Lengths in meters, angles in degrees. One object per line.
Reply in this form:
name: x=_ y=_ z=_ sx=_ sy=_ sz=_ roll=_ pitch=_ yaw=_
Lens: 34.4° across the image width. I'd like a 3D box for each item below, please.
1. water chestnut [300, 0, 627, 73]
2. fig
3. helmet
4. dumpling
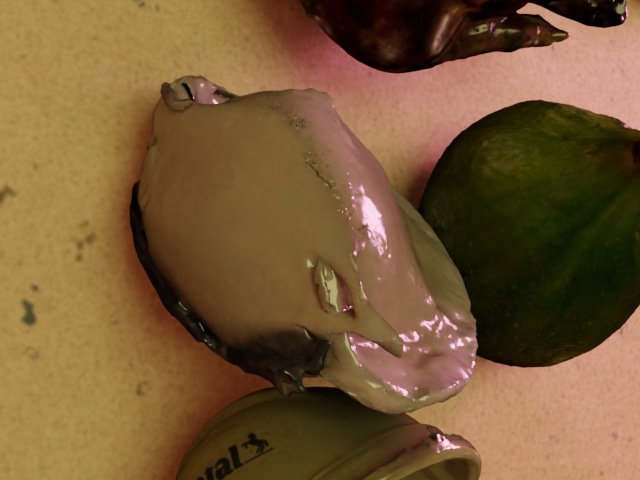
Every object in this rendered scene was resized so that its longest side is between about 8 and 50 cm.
water chestnut: x=0.096 y=-0.254 z=0.736 sx=0.289 sy=0.289 sz=0.244 roll=-47 pitch=138 yaw=-28
fig: x=0.193 y=-0.016 z=0.759 sx=0.203 sy=0.235 sz=0.203 roll=8 pitch=74 yaw=-28
helmet: x=-0.035 y=0.179 z=0.650 sx=0.257 sy=0.137 sz=0.204 roll=-49 pitch=148 yaw=5
dumpling: x=-0.015 y=0.009 z=0.673 sx=0.163 sy=0.204 sz=0.293 roll=-40 pitch=61 yaw=4
